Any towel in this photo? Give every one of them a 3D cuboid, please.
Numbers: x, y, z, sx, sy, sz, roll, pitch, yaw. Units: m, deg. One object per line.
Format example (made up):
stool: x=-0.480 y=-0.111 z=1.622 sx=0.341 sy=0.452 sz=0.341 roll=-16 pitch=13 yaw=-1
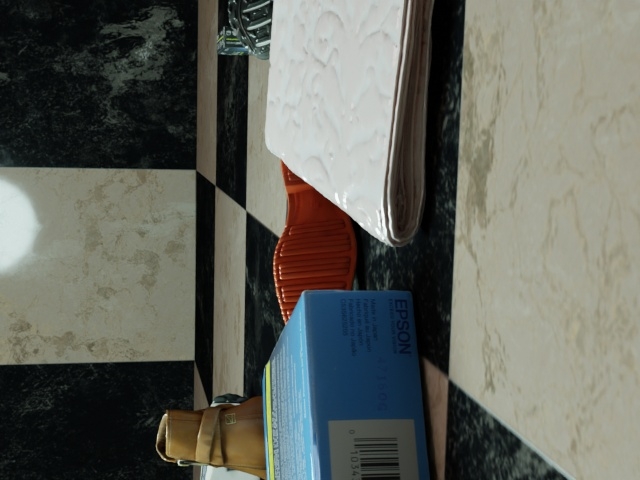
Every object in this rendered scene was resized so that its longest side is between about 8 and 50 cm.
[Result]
towel: x=0.026 y=-0.194 z=0.989 sx=0.332 sy=0.053 sz=0.317 roll=-137 pitch=48 yaw=-61

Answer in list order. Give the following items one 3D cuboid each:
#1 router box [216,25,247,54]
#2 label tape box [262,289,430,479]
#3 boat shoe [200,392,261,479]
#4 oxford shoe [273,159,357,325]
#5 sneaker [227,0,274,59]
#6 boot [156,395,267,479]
router box: x=-0.134 y=-0.355 z=1.782 sx=0.122 sy=0.092 sz=0.038 roll=-158 pitch=68 yaw=-78
label tape box: x=0.013 y=0.221 z=1.029 sx=0.348 sy=0.115 sz=0.249 roll=111 pitch=156 yaw=-67
boat shoe: x=-0.171 y=0.483 z=1.943 sx=0.158 sy=0.127 sz=0.341 roll=96 pitch=177 yaw=-56
oxford shoe: x=0.000 y=0.000 z=1.187 sx=0.098 sy=0.096 sz=0.272 roll=73 pitch=-162 yaw=-67
sneaker: x=-0.100 y=-0.414 z=1.665 sx=0.108 sy=0.100 sz=0.272 roll=50 pitch=-154 yaw=-62
boot: x=-0.111 y=0.288 z=1.353 sx=0.283 sy=0.220 sz=0.109 roll=114 pitch=153 yaw=-63
